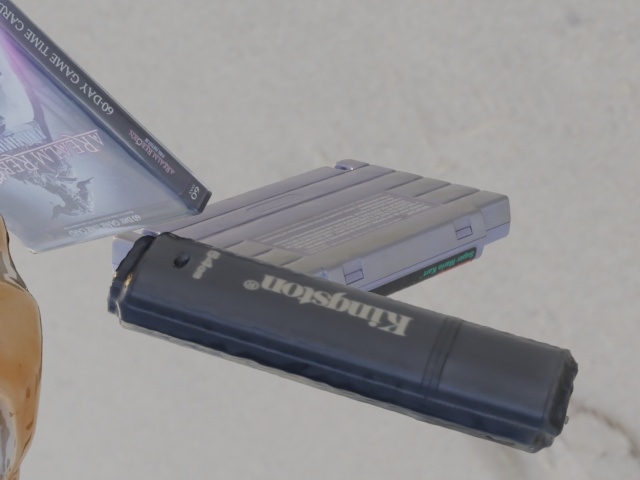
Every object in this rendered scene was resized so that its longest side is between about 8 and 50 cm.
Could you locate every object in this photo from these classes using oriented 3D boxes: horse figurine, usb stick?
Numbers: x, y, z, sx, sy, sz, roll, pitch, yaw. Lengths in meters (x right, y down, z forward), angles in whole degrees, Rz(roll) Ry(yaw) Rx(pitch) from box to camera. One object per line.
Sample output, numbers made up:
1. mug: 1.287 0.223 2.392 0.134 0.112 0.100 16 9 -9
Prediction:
1. horse figurine: -0.159 0.054 0.807 0.263 0.066 0.174 -110 29 -58
2. usb stick: 0.013 0.057 1.102 0.278 0.077 0.045 16 134 10

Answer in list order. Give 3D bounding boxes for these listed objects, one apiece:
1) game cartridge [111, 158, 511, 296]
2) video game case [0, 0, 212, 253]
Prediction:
1. game cartridge: 0.000 0.000 1.850 0.230 0.355 0.068 20 117 37
2. video game case: -0.223 -0.095 1.207 0.196 0.026 0.274 -12 132 47
